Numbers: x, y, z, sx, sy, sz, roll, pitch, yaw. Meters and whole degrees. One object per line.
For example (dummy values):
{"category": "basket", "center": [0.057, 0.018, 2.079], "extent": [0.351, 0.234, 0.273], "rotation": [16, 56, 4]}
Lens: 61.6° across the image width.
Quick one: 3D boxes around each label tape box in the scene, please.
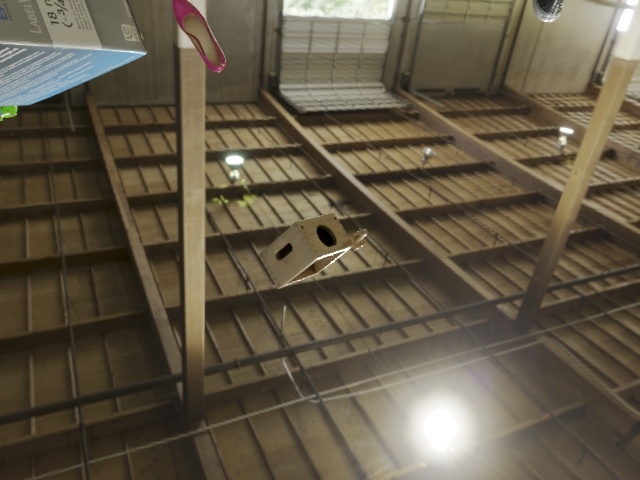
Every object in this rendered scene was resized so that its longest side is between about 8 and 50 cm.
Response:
{"category": "label tape box", "center": [-0.401, -0.221, 0.591], "extent": [0.240, 0.106, 0.333], "rotation": [-12, -169, 24]}

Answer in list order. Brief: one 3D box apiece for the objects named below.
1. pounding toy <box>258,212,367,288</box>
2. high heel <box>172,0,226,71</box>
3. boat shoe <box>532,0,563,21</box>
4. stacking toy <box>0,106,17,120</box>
{"category": "pounding toy", "center": [0.009, -0.006, 1.095], "extent": [0.206, 0.181, 0.094], "rotation": [-17, -108, -52]}
{"category": "high heel", "center": [-0.369, -0.624, 1.623], "extent": [0.082, 0.244, 0.117], "rotation": [-27, -159, -2]}
{"category": "boat shoe", "center": [0.498, -0.599, 1.198], "extent": [0.080, 0.076, 0.228], "rotation": [1, -113, -1]}
{"category": "stacking toy", "center": [-0.604, -0.269, 0.875], "extent": [0.221, 0.052, 0.167], "rotation": [10, -150, -26]}
